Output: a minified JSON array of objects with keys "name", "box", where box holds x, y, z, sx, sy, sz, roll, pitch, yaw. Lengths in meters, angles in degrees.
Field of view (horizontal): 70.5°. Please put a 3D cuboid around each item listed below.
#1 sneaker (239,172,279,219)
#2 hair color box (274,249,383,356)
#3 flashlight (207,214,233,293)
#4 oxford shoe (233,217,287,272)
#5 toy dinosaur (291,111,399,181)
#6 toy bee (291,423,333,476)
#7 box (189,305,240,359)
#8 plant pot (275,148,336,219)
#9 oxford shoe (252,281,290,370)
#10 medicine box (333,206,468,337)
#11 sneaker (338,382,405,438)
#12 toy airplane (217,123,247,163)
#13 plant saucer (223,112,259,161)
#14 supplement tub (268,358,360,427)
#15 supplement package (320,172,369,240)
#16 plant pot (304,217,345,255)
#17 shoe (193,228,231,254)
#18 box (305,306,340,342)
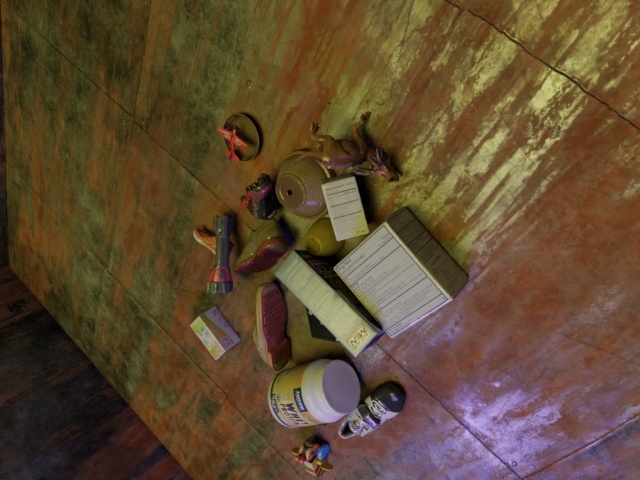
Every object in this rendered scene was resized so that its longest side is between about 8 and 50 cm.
[{"name":"sneaker","box":[-0.194,-0.141,1.554,0.135,0.098,0.276,48,160,-4]},{"name":"hair color box","box":[0.045,0.192,1.483,0.374,0.185,0.113,44,106,18]},{"name":"flashlight","box":[-0.390,0.055,1.781,0.103,0.103,0.303,1,88,20]},{"name":"oxford shoe","box":[-0.230,0.031,1.720,0.348,0.123,0.130,-34,58,46]},{"name":"toy dinosaur","box":[0.070,-0.239,1.277,0.127,0.296,0.200,90,169,-54]},{"name":"toy bee","box":[-0.052,0.915,1.949,0.195,0.162,0.298,-14,102,42]},{"name":"box","box":[-0.479,0.422,2.069,0.203,0.103,0.114,52,132,5]},{"name":"plant pot","box":[-0.068,-0.170,1.482,0.238,0.110,0.237,16,121,29]},{"name":"oxford shoe","box":[-0.225,0.340,1.824,0.147,0.141,0.396,16,118,38]},{"name":"medicine box","box":[0.234,0.097,1.357,0.289,0.149,0.263,51,131,7]},{"name":"sneaker","box":[0.181,0.646,1.662,0.122,0.146,0.330,46,129,12]},{"name":"toy airplane","box":[-0.306,-0.337,1.594,0.151,0.028,0.151,17,120,32]},{"name":"plant saucer","box":[-0.273,-0.363,1.595,0.169,0.029,0.168,17,121,30]},{"name":"supplement tub","box":[-0.026,0.580,1.727,0.316,0.228,0.228,-30,92,41]},{"name":"supplement package","box":[0.074,-0.105,1.386,0.105,0.105,0.179,-15,104,4]},{"name":"plant pot","box":[0.000,0.000,1.520,0.134,0.095,0.134,16,119,31]},{"name":"shoe","box":[-0.444,-0.007,1.871,0.178,0.063,0.081,41,128,7]},{"name":"box","box":[0.037,0.282,1.660,0.191,0.045,0.184,3,109,35]}]
